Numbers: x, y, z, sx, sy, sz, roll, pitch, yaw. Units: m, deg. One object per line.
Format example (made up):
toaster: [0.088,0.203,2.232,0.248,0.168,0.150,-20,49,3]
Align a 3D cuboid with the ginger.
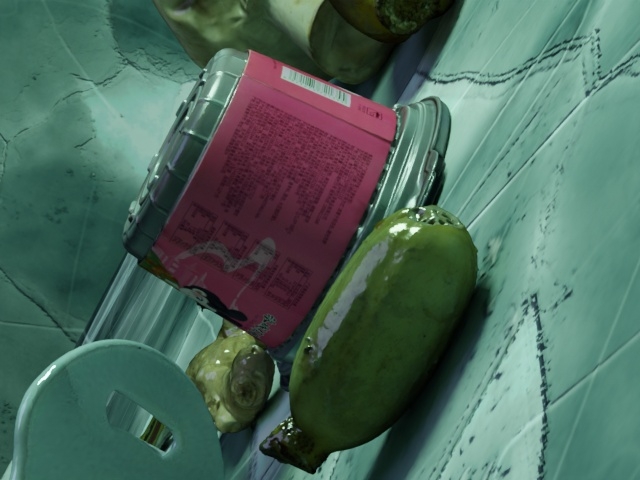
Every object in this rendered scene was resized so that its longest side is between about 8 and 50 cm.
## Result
ginger: [-0.073,0.101,1.654,0.149,0.065,0.258,-62,7,-12]

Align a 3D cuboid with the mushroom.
mushroom: [-0.030,-0.275,1.905,0.292,0.292,0.290,-61,27,13]

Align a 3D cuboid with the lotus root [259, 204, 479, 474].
lotus root: [0.031,0.063,1.113,0.183,0.077,0.090,-59,3,10]

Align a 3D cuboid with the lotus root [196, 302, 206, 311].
lotus root: [-0.073,-0.029,1.741,0.278,0.154,0.154,115,175,-52]

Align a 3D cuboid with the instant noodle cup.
instant noodle cup: [-0.039,-0.035,1.452,0.302,0.182,0.258,-48,17,58]

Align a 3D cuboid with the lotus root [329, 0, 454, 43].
lotus root: [0.058,-0.252,1.678,0.124,0.123,0.241,-39,18,10]

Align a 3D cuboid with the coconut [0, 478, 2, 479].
coconut: [-0.271,0.312,1.620,0.224,0.234,0.224,-157,90,-84]

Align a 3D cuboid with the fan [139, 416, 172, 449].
fan: [-0.193,0.240,2.077,0.335,0.011,0.229,-50,16,56]

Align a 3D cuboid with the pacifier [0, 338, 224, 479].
pacifier: [-0.112,0.218,1.258,0.233,0.244,0.299,-3,60,44]
